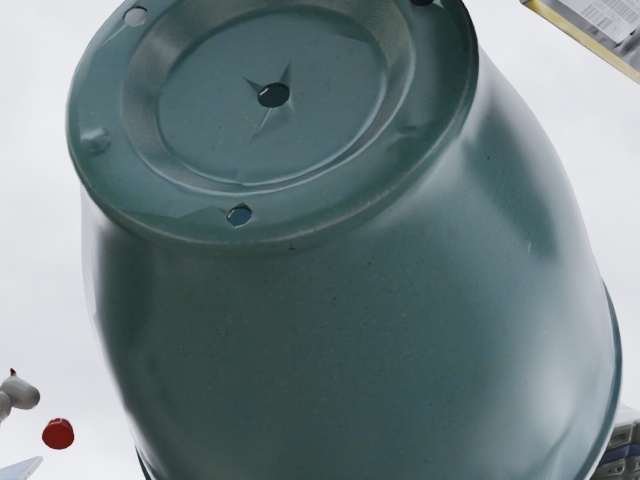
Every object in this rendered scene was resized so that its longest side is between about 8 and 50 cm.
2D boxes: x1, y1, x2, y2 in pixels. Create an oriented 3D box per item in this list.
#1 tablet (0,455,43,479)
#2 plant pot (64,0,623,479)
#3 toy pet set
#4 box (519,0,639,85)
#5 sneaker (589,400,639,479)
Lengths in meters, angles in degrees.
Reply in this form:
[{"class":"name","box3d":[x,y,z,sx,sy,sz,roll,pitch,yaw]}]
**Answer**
[{"class":"tablet","box3d":[-0.226,0.163,1.034,0.083,0.054,0.006,-20,-82,10]},{"class":"plant pot","box3d":[0.000,0.000,0.762,0.272,0.271,0.255,6,-33,19]},{"class":"toy pet set","box3d":[-0.178,0.112,0.764,0.114,0.065,0.122,9,-61,-8]},{"class":"box","box3d":[0.093,-0.205,0.735,0.079,0.322,0.257,-42,-29,21]},{"class":"sneaker","box3d":[0.080,0.148,1.010,0.297,0.129,0.111,-3,-67,-26]}]
